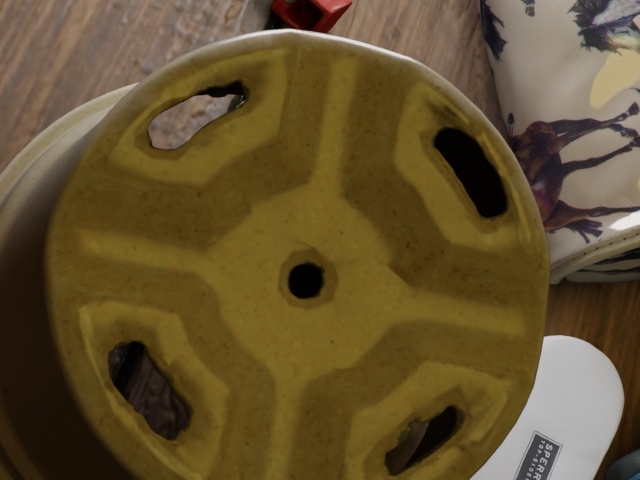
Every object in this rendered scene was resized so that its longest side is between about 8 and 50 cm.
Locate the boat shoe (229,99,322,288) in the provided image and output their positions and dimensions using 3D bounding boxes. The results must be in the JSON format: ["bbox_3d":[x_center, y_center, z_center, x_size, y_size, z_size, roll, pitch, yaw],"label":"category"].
[{"bbox_3d":[0.000,-0.001,0.904,0.073,0.080,0.223,-35,87,-20],"label":"boat shoe"}]

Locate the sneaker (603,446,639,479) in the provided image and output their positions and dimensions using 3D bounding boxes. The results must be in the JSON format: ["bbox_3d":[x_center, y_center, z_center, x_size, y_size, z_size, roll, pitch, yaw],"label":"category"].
[{"bbox_3d":[0.315,0.138,0.993,0.262,0.104,0.125,-22,38,-15],"label":"sneaker"}]

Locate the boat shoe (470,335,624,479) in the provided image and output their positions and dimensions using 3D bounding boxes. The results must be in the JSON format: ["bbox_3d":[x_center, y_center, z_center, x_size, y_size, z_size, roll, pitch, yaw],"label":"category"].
[{"bbox_3d":[0.105,0.191,0.850,0.108,0.102,0.301,30,50,6],"label":"boat shoe"}]

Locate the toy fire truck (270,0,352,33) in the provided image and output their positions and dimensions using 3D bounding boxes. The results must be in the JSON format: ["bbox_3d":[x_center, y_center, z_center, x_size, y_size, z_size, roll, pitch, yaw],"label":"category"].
[{"bbox_3d":[-0.020,-0.264,1.009,0.135,0.047,0.192,-39,89,-30],"label":"toy fire truck"}]

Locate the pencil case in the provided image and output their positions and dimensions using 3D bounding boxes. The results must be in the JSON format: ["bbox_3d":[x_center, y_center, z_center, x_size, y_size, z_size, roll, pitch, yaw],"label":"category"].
[{"bbox_3d":[0.218,-0.169,1.012,0.183,0.160,0.410,-8,73,-9],"label":"pencil case"}]

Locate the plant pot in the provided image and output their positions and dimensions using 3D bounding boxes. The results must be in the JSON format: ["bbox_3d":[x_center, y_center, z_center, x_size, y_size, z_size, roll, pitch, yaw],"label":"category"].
[{"bbox_3d":[-0.035,0.038,0.690,0.334,0.305,0.334,2,82,-12],"label":"plant pot"}]
